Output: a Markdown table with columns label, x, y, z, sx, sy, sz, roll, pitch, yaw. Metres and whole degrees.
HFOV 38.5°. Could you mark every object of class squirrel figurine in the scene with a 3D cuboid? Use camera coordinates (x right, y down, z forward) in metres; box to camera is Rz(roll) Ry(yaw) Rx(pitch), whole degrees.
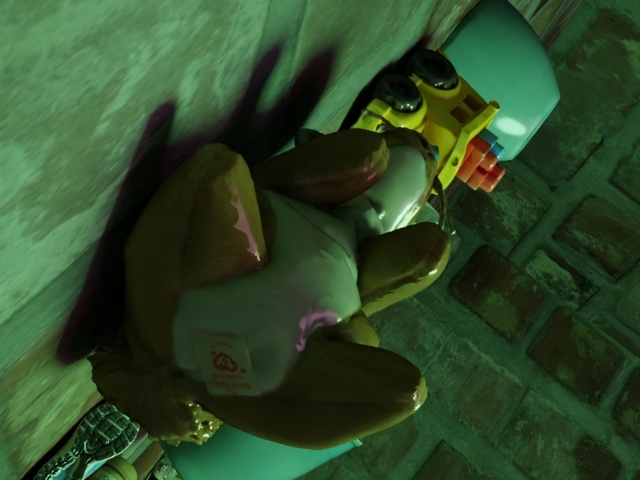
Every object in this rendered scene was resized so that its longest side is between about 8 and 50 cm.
| label | x | y | z | sx | sy | sz | roll | pitch | yaw |
| --- | --- | --- | --- | --- | --- | --- | --- | --- | --- |
| squirrel figurine | -0.044 | 0.027 | 0.953 | 0.397 | 0.281 | 0.370 | -41 | -170 | 36 |

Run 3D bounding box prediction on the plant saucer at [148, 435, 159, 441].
| label | x | y | z | sx | sy | sz | roll | pitch | yaw |
| --- | --- | --- | --- | --- | --- | --- | --- | --- | --- |
| plant saucer | -0.209 | 0.269 | 1.624 | 0.241 | 0.037 | 0.241 | -50 | 172 | -10 |

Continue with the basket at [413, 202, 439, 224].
| label | x | y | z | sx | sy | sz | roll | pitch | yaw |
| --- | --- | --- | --- | --- | --- | --- | --- | --- | --- |
| basket | 0.097 | -0.046 | 1.505 | 0.103 | 0.167 | 0.113 | -51 | 173 | 27 |

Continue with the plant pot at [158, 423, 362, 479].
| label | x | y | z | sx | sy | sz | roll | pitch | yaw |
| --- | --- | --- | --- | --- | --- | --- | --- | --- | --- |
| plant pot | -0.113 | 0.277 | 1.443 | 0.255 | 0.271 | 0.271 | -34 | 170 | -2 |

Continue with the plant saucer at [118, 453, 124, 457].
| label | x | y | z | sx | sy | sz | roll | pitch | yaw |
| --- | --- | --- | --- | --- | --- | --- | --- | --- | --- |
| plant saucer | -0.339 | 0.373 | 1.447 | 0.083 | 0.013 | 0.083 | -50 | 172 | -10 |

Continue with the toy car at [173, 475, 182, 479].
| label | x | y | z | sx | sy | sz | roll | pitch | yaw |
| --- | --- | --- | --- | --- | --- | --- | --- | --- | --- |
| toy car | -0.324 | 0.585 | 2.040 | 0.155 | 0.149 | 0.188 | -59 | -173 | -25 |

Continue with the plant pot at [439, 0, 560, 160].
| label | x | y | z | sx | sy | sz | roll | pitch | yaw |
| --- | --- | --- | --- | --- | --- | --- | --- | --- | --- |
| plant pot | 0.296 | -0.251 | 1.585 | 0.290 | 0.195 | 0.290 | -51 | 172 | -10 |

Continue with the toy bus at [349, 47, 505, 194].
| label | x | y | z | sx | sy | sz | roll | pitch | yaw |
| --- | --- | --- | --- | --- | --- | --- | --- | --- | --- |
| toy bus | 0.160 | -0.139 | 1.295 | 0.220 | 0.211 | 0.149 | -41 | 168 | -45 |

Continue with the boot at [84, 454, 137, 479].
| label | x | y | z | sx | sy | sz | roll | pitch | yaw |
| --- | --- | --- | --- | --- | --- | --- | --- | --- | --- |
| boot | -0.386 | 0.443 | 1.280 | 0.269 | 0.089 | 0.236 | -41 | 156 | -52 |

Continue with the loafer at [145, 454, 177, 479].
| label | x | y | z | sx | sy | sz | roll | pitch | yaw |
| --- | --- | --- | --- | --- | --- | --- | --- | --- | --- |
| loafer | -0.329 | 0.481 | 1.860 | 0.125 | 0.045 | 0.039 | -53 | 165 | 24 |

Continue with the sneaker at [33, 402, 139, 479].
| label | x | y | z | sx | sy | sz | roll | pitch | yaw |
| --- | --- | --- | --- | --- | --- | --- | --- | --- | --- |
| sneaker | -0.294 | 0.259 | 1.123 | 0.162 | 0.063 | 0.073 | -41 | -175 | -32 |
